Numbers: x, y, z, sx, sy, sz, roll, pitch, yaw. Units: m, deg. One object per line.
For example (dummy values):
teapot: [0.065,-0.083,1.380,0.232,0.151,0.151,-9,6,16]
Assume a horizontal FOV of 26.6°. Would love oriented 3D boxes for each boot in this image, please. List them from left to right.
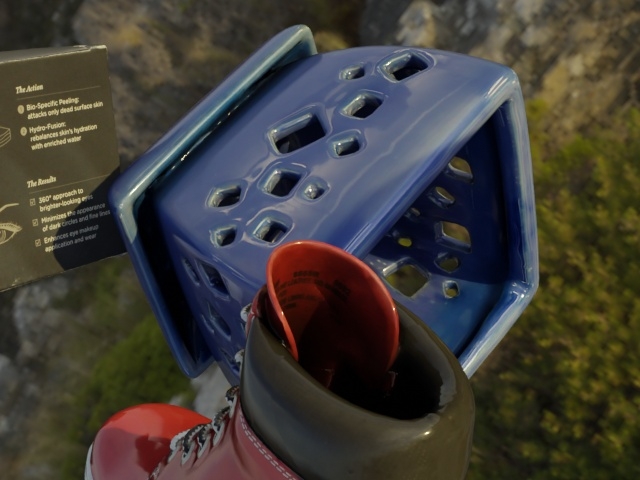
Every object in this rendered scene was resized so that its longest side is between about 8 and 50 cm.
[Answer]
boot: [-0.023,0.067,0.489,0.244,0.088,0.176,28,128,54]

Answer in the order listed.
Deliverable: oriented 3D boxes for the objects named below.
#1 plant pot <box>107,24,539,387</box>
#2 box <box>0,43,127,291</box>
plant pot: [0.000,0.000,0.947,0.212,0.236,0.236,26,60,32]
box: [-0.226,-0.052,0.957,0.093,0.156,0.158,3,104,35]
